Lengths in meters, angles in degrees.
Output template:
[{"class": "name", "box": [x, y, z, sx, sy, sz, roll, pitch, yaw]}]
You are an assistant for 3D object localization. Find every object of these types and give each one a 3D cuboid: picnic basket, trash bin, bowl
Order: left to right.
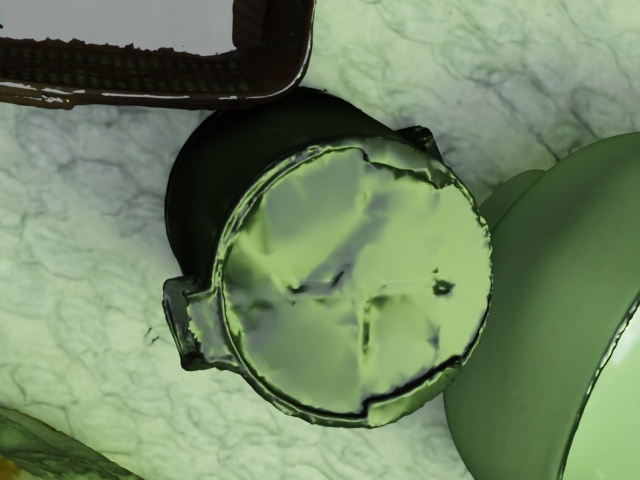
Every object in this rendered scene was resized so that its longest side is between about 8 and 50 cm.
[{"class": "picnic basket", "box": [-0.155, -0.210, 1.267, 0.297, 0.129, 0.222, 2, 99, -11]}, {"class": "trash bin", "box": [0.000, 0.000, 1.245, 0.252, 0.301, 0.203, -20, 103, -5]}, {"class": "bowl", "box": [0.208, 0.060, 1.321, 0.185, 0.354, 0.354, 30, 96, 30]}]

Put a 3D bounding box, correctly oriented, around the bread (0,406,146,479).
[{"class": "bread", "box": [-0.251, 0.262, 1.274, 0.250, 0.225, 0.279, 26, 100, 19]}]
